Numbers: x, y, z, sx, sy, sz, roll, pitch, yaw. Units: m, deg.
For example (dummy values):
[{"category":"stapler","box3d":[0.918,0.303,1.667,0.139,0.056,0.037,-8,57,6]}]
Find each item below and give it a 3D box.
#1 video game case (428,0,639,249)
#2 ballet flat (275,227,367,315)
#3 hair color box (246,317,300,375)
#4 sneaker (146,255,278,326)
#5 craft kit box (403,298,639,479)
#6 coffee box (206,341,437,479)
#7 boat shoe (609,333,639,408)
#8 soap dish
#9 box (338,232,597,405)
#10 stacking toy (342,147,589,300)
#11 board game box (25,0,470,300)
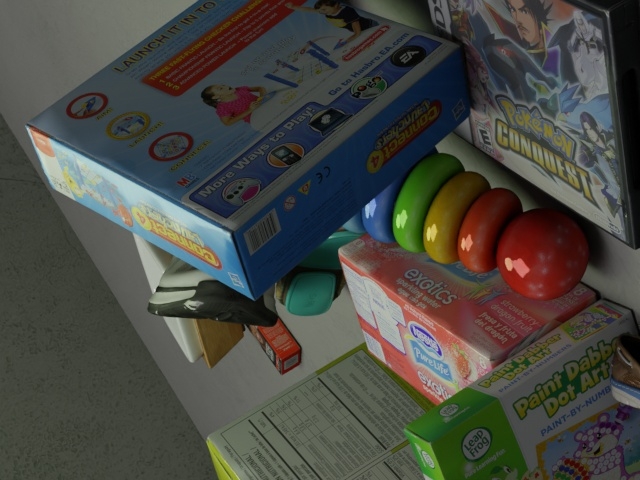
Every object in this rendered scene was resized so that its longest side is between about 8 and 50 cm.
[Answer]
[{"category":"video game case","box3d":[0.190,-0.150,1.296,0.275,0.035,0.248,40,154,47]},{"category":"ballet flat","box3d":[0.000,0.000,1.954,0.123,0.123,0.348,56,160,12]},{"category":"hair color box","box3d":[-0.090,0.160,2.540,0.141,0.043,0.072,53,162,24]},{"category":"sneaker","box3d":[-0.139,-0.024,1.973,0.447,0.169,0.257,-164,81,-82]},{"category":"craft kit box","box3d":[0.231,0.224,1.419,0.061,0.250,0.247,21,138,62]},{"category":"coffee box","box3d":[0.101,0.373,1.867,0.338,0.334,0.338,43,156,44]},{"category":"boat shoe","box3d":[0.324,0.125,1.309,0.183,0.066,0.066,10,115,58]},{"category":"soap dish","box3d":[-0.240,0.062,2.595,0.291,0.118,0.229,-129,22,-58]},{"category":"box","box3d":[0.164,0.089,1.564,0.300,0.142,0.154,35,149,53]},{"category":"stacking toy","box3d":[0.118,-0.032,1.453,0.330,0.141,0.141,27,148,25]},{"category":"board game box","box3d":[-0.069,-0.117,1.390,0.302,0.308,0.086,27,146,38]}]
